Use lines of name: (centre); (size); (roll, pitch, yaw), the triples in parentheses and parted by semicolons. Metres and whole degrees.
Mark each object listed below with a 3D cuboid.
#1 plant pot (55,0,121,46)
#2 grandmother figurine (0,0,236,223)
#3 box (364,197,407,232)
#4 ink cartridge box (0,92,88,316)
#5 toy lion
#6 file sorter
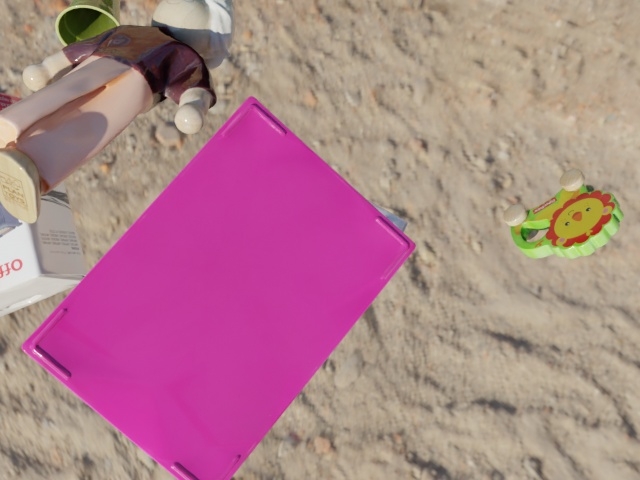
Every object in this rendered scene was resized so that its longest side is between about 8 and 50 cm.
plant pot: (-0.284, -0.287, 1.211); (0.083, 0.083, 0.079); (5, 52, -3)
grandmother figurine: (-0.192, -0.153, 0.925); (0.208, 0.104, 0.342); (27, 50, 15)
box: (0.000, 0.000, 1.196); (0.171, 0.130, 0.091); (29, 54, 2)
ink cartridge box: (-0.407, -0.036, 1.180); (0.172, 0.100, 0.237); (-21, 79, 20)
toy lion: (0.224, -0.016, 0.877); (0.100, 0.034, 0.096); (-32, 31, 20)
file sorter: (-0.099, 0.056, 0.903); (0.202, 0.182, 0.290); (42, 75, -7)
